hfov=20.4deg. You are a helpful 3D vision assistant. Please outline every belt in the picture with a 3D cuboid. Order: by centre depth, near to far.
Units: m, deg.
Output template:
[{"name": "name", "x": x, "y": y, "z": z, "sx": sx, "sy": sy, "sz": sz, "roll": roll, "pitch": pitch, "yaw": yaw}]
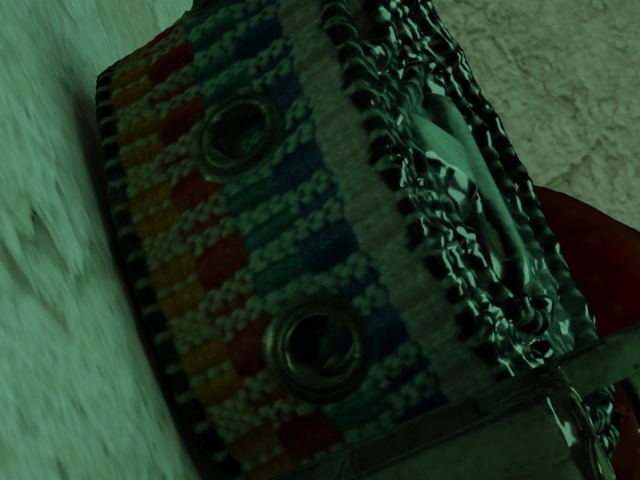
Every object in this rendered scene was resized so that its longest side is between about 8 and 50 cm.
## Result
[{"name": "belt", "x": 0.000, "y": 0.000, "z": 0.781, "sx": 0.207, "sy": 0.160, "sz": 0.295, "roll": 28, "pitch": 34, "yaw": -56}]

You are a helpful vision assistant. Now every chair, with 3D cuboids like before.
[{"name": "chair", "x": 0.098, "y": 0.103, "z": 0.559, "sx": 0.147, "sy": 0.270, "sz": 0.136, "roll": 17, "pitch": 51, "yaw": -87}]

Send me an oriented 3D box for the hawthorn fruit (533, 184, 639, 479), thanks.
[{"name": "hawthorn fruit", "x": 0.108, "y": 0.096, "z": 0.953, "sx": 0.307, "sy": 0.265, "sz": 0.265, "roll": 63, "pitch": 1, "yaw": 21}]
